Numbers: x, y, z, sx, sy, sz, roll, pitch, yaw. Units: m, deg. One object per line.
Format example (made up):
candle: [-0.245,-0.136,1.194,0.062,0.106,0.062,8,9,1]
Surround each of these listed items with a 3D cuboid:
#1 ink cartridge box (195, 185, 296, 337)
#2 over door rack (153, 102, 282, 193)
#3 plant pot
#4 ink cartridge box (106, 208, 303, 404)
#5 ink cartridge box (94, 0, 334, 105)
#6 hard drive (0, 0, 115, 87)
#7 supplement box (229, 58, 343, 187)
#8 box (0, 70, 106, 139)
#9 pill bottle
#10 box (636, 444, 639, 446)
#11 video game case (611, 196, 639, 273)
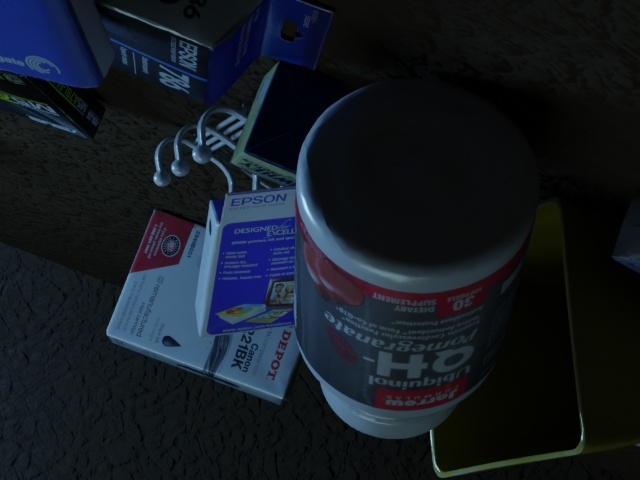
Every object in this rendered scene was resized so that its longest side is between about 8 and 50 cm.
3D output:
ink cartridge box: [0.000,0.000,1.342,0.206,0.045,0.208,-6,144,-17]
over door rack: [-0.003,-0.022,1.535,0.324,0.108,0.239,23,171,-14]
plant pot: [0.228,0.093,1.369,0.187,0.212,0.212,4,165,-31]
ink cartridge box: [-0.143,0.098,2.208,0.272,0.197,0.114,20,170,0]
ink cartridge box: [-0.160,-0.179,1.130,0.332,0.065,0.165,20,170,-1]
hard drive: [-0.265,-0.216,0.964,0.210,0.040,0.319,14,156,14]
supplement box: [-0.029,-0.094,1.258,0.056,0.083,0.083,23,171,-9]
box: [-0.337,-0.174,1.565,0.190,0.045,0.184,19,167,16]
pill bottle: [0.066,0.032,1.216,0.176,0.176,0.318,19,150,10]
box: [0.366,0.162,1.724,0.170,0.130,0.091,21,171,-6]
video game case: [0.406,0.042,1.184,0.269,0.061,0.244,26,168,-28]
